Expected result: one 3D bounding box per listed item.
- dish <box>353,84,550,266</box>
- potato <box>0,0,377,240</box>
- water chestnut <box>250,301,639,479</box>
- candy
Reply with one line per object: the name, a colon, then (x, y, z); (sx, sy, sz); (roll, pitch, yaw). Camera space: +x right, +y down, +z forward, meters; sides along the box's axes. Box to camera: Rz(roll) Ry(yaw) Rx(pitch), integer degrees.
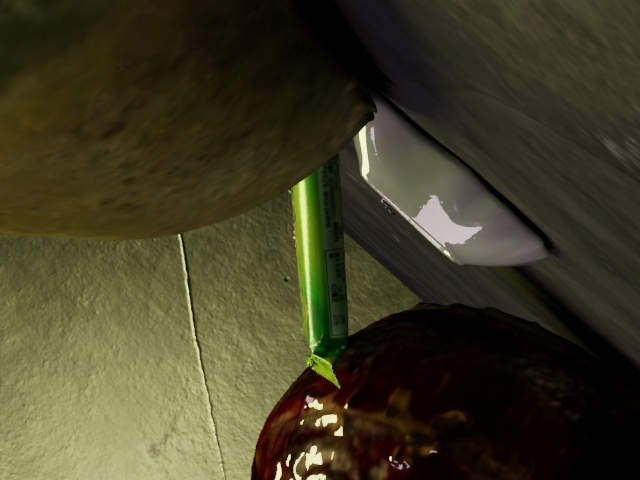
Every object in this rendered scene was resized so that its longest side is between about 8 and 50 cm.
dish: (0.055, -0.024, 0.948); (0.137, 0.039, 0.091); (41, 179, 0)
potato: (-0.137, -0.085, 0.860); (0.330, 0.213, 0.280); (43, 179, 38)
water chestnut: (0.116, 0.180, 1.290); (0.350, 0.302, 0.350); (20, 143, 16)
candy: (-0.001, 0.000, 1.185); (0.102, 0.032, 0.178); (-118, 25, -83)
